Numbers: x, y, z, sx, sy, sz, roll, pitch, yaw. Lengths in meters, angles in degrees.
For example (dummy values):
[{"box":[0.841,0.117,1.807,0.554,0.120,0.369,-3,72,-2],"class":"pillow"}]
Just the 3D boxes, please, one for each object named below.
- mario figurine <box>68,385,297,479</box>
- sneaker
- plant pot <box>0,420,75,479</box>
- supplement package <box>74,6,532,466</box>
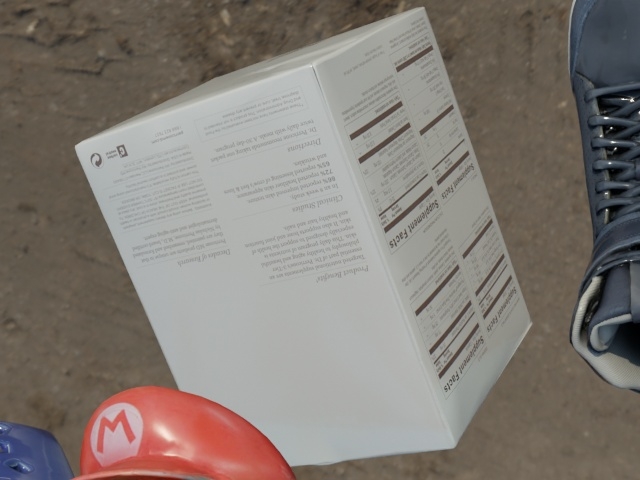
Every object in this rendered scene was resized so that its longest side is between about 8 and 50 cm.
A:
[{"box":[-0.071,0.227,0.521,0.170,0.198,0.320,134,127,-65],"class":"mario figurine"},{"box":[0.171,-0.028,0.573,0.086,0.163,0.226,-10,104,25],"class":"sneaker"},{"box":[-0.350,0.283,0.943,0.212,0.236,0.236,24,96,-28],"class":"plant pot"},{"box":[0.000,0.000,0.802,0.199,0.198,0.262,-13,104,31],"class":"supplement package"}]
